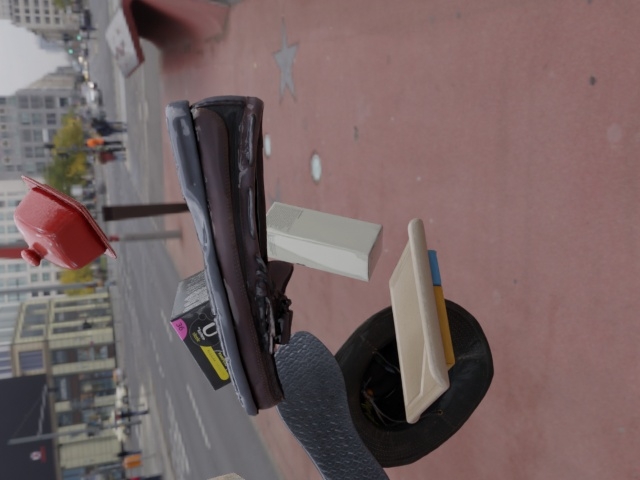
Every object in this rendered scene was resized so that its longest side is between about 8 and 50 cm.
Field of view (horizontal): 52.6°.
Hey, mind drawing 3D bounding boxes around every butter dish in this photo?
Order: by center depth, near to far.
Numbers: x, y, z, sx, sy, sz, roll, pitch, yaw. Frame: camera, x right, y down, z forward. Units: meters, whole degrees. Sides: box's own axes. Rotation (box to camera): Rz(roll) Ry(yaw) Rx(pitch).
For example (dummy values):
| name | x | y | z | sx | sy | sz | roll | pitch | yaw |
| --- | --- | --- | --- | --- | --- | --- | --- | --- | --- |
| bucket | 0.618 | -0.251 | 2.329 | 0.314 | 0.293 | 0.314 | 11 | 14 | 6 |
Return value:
| name | x | y | z | sx | sy | sz | roll | pitch | yaw |
| --- | --- | --- | --- | --- | --- | --- | --- | --- | --- |
| butter dish | -0.450 | -0.007 | 1.090 | 0.160 | 0.118 | 0.160 | 25 | 154 | 24 |

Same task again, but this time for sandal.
| name | x | y | z | sx | sy | sz | roll | pitch | yaw |
| --- | --- | --- | --- | --- | --- | --- | --- | --- | --- |
| sandal | 0.005 | 0.243 | 0.844 | 0.054 | 0.097 | 0.254 | 114 | 132 | -75 |

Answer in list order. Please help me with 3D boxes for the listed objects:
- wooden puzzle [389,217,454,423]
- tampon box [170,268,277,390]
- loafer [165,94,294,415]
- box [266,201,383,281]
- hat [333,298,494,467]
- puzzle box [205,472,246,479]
| name | x | y | z | sx | sy | sz | roll | pitch | yaw |
| --- | --- | --- | --- | --- | --- | --- | --- | --- | --- |
| wooden puzzle | 0.137 | 0.117 | 0.884 | 0.238 | 0.044 | 0.220 | 91 | 175 | -63 |
| tampon box | -0.136 | 0.110 | 0.926 | 0.120 | 0.101 | 0.161 | 61 | -179 | -17 |
| loafer | -0.066 | 0.010 | 0.606 | 0.109 | 0.095 | 0.302 | 180 | 76 | -82 |
| box | 0.000 | 0.000 | 1.509 | 0.094 | 0.275 | 0.113 | 87 | -155 | -45 |
| hat | 0.146 | 0.242 | 1.200 | 0.134 | 0.331 | 0.331 | -136 | 45 | -72 |
| puzzle box | -0.163 | 0.416 | 0.495 | 0.052 | 0.272 | 0.408 | 0 | 94 | 56 |
